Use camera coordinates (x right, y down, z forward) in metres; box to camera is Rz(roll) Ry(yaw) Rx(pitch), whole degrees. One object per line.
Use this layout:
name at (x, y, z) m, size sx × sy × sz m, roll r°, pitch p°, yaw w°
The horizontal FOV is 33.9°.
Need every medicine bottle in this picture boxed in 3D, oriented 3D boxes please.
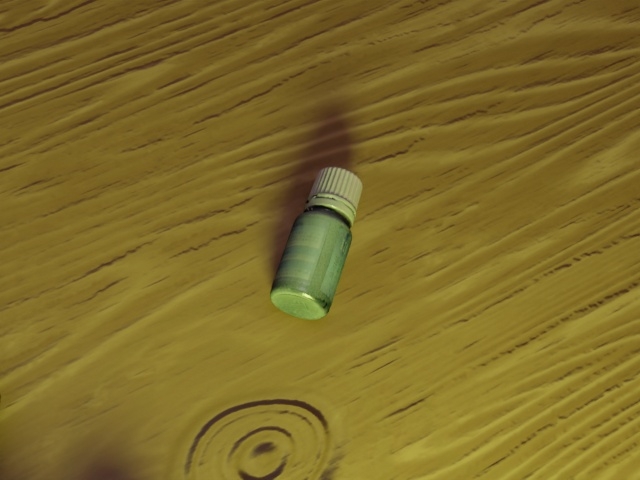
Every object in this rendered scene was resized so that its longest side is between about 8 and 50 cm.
medicine bottle at (0.000, 0.000, 1.392) m, size 0.083 × 0.083 × 0.203 m, roll 20°, pitch 64°, yaw 0°
